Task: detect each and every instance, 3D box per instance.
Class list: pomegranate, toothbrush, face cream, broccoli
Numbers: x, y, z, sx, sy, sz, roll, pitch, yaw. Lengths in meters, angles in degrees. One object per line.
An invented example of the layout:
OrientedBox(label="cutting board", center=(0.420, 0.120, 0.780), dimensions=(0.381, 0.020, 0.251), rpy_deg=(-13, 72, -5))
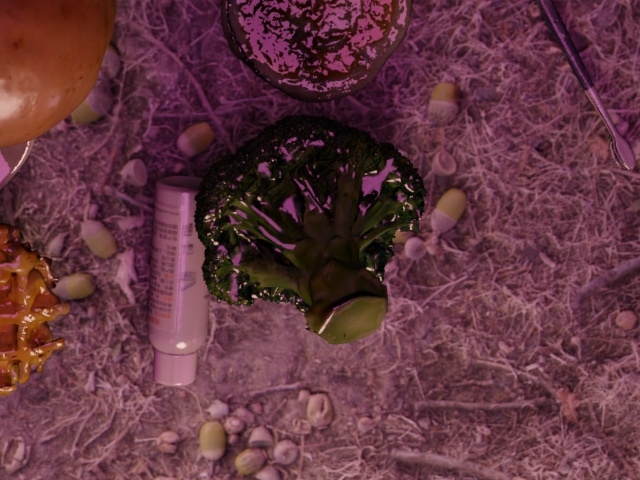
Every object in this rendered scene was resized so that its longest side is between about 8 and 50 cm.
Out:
OrientedBox(label="pomegranate", center=(-0.378, -0.234, 1.430), dimensions=(0.338, 0.338, 0.338), rpy_deg=(-1, 106, -5))
OrientedBox(label="toothbrush", center=(0.331, -0.214, 1.721), dimensions=(0.024, 0.026, 0.288), rpy_deg=(-35, 106, -13))
OrientedBox(label="face cream", center=(-0.178, 0.055, 1.719), dimensions=(0.082, 0.082, 0.269), rpy_deg=(3, 107, -6))
OrientedBox(label="broccoli", center=(0.000, 0.000, 1.623), dimensions=(0.298, 0.297, 0.297), rpy_deg=(-17, 140, -15))

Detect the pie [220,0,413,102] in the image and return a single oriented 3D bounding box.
OrientedBox(label="pie", center=(-0.004, -0.283, 1.653), dimensions=(0.241, 0.054, 0.240), rpy_deg=(-1, 105, -3))

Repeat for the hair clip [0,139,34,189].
OrientedBox(label="hair clip", center=(-0.463, -0.095, 1.630), dimensions=(0.282, 0.113, 0.172), rpy_deg=(-30, 106, 4))

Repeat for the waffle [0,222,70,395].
OrientedBox(label="waffle", center=(-0.514, 0.075, 1.629), dimensions=(0.380, 0.095, 0.382), rpy_deg=(-39, 114, 22))
